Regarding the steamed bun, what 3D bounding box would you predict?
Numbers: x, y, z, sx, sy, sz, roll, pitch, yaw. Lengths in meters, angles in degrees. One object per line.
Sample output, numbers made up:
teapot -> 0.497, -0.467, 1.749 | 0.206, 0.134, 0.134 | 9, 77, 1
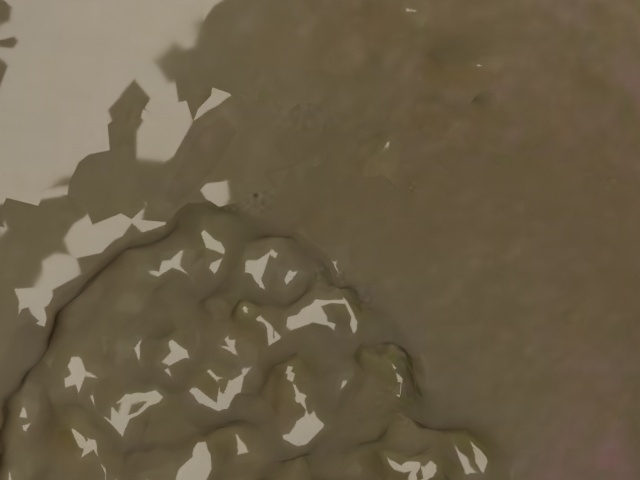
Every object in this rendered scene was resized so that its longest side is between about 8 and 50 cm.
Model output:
steamed bun -> 0.000, 0.000, 0.616 | 0.290, 0.371, 0.455 | 4, 116, -10
